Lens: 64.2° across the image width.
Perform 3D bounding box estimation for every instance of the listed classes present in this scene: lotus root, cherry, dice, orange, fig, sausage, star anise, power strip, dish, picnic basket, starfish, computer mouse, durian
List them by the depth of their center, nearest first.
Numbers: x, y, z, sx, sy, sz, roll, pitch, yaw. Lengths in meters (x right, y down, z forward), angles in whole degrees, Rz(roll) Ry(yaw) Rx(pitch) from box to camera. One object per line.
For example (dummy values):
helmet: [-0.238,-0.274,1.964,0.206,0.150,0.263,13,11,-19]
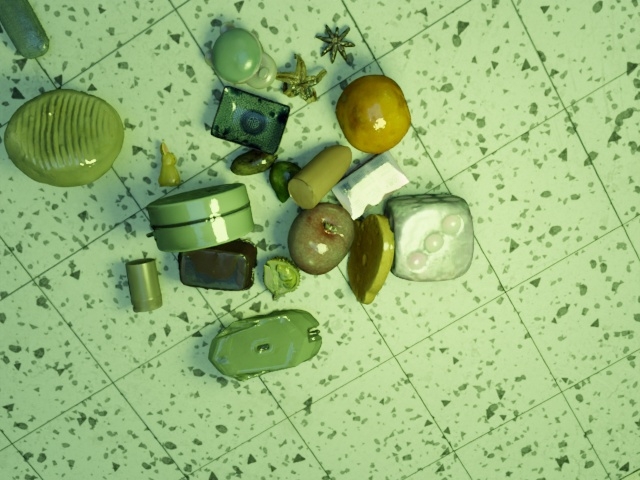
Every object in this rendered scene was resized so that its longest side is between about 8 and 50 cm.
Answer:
orange: [0.175,-0.418,1.698,0.261,0.261,0.261,0,102,-1]
power strip: [-0.409,-0.082,1.711,0.357,0.357,0.162,-11,104,1]
star anise: [0.053,-0.676,1.750,0.141,0.042,0.141,0,103,0]
sausage: [0.005,-0.228,1.756,0.123,0.123,0.253,50,56,-10]
starfish: [-0.079,-0.563,1.758,0.189,0.074,0.146,15,107,-3]
dish: [-0.239,-0.410,1.774,0.243,0.080,0.182,18,94,-2]
dice: [0.370,-0.016,1.781,0.270,0.270,0.271,-3,102,-1]
cherry: [0.000,0.000,1.785,0.221,0.307,0.261,30,61,14]
lotus root: [-0.237,-0.279,1.802,0.179,0.089,0.080,-16,142,3]
fig: [-0.129,-0.203,1.811,0.123,0.123,0.156,18,113,-5]
picnic basket: [-0.385,0.095,1.859,0.296,0.129,0.223,7,103,-2]
durian: [-0.144,0.139,1.898,0.146,0.102,0.208,14,124,-2]
computer mouse: [-0.209,0.383,1.922,0.428,0.145,0.228,-10,95,-11]

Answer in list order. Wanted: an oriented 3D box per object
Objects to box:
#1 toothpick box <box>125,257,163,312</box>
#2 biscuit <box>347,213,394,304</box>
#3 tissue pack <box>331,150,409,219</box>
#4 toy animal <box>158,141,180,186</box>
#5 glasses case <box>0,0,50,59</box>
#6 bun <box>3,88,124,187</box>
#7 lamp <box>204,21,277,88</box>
toothpick box: [-0.648,0.165,1.877,0.111,0.111,0.181,-6,101,0]
biscuit: [0.170,0.044,1.807,0.057,0.287,0.344,0,131,-20]
tissue pack: [0.174,-0.200,1.827,0.246,0.092,0.149,-34,100,6]
toy animal: [-0.538,-0.270,1.810,0.083,0.070,0.159,-7,90,40]
glasses case: [-1.009,-0.746,1.696,0.109,0.067,0.282,-25,100,1]
bun: [-0.834,-0.325,1.695,0.362,0.234,0.326,-30,76,-22]
lamp: [-0.262,-0.607,1.710,0.246,0.108,0.179,34,106,1]
